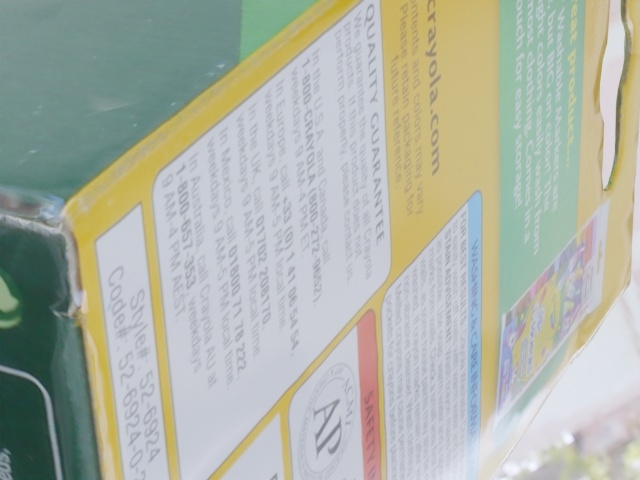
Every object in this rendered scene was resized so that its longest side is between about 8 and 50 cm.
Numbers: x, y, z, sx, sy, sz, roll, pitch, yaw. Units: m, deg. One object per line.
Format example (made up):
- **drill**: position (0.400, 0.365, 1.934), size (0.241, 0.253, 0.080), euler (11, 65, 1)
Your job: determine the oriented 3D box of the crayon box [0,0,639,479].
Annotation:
- **crayon box**: position (0.000, 0.000, 0.493), size (0.083, 0.323, 0.203), euler (13, -56, 25)
